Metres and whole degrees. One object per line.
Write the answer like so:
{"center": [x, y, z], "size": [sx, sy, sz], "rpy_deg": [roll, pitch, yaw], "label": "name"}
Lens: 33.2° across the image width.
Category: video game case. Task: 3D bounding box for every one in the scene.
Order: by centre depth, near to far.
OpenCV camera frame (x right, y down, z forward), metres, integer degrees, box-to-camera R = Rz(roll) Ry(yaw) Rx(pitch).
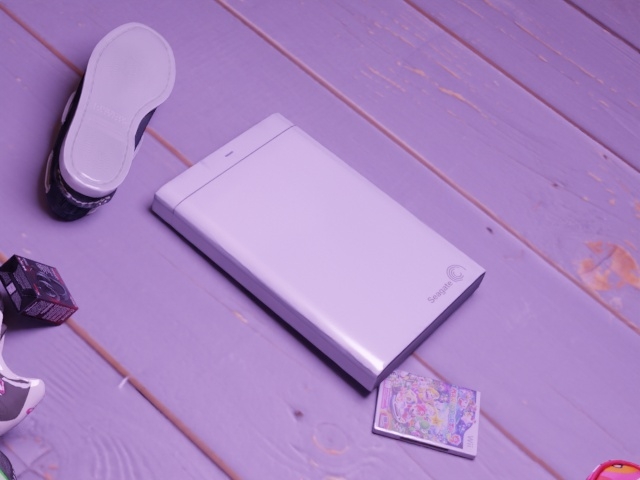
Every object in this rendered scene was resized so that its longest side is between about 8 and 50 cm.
{"center": [0.123, 0.197, 1.235], "size": [0.122, 0.011, 0.087], "rpy_deg": [16, 49, -5], "label": "video game case"}

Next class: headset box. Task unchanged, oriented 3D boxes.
{"center": [-0.306, 0.055, 1.173], "size": [0.062, 0.032, 0.083], "rpy_deg": [55, 12, 25], "label": "headset box"}

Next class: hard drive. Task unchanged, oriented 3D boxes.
{"center": [0.000, 0.000, 1.324], "size": [0.353, 0.047, 0.233], "rpy_deg": [39, 51, 16], "label": "hard drive"}

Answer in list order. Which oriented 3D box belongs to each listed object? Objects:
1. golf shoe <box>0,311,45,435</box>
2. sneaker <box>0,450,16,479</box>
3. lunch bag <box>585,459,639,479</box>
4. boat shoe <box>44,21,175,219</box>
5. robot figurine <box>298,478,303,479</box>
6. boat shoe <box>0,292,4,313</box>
{"center": [-0.388, 0.088, 1.090], "size": [0.120, 0.105, 0.273], "rpy_deg": [-29, 75, -21], "label": "golf shoe"}
{"center": [-0.475, 0.135, 0.952], "size": [0.482, 0.185, 0.202], "rpy_deg": [18, 31, 10], "label": "sneaker"}
{"center": [0.301, 0.372, 1.079], "size": [0.258, 0.120, 0.293], "rpy_deg": [34, 51, 11], "label": "lunch bag"}
{"center": [-0.268, -0.155, 1.340], "size": [0.114, 0.091, 0.303], "rpy_deg": [34, 45, -15], "label": "boat shoe"}
{"center": [0.040, 0.272, 0.805], "size": [0.219, 0.128, 0.158], "rpy_deg": [42, 72, 16], "label": "robot figurine"}
{"center": [-0.413, -0.006, 1.183], "size": [0.083, 0.076, 0.226], "rpy_deg": [-30, 66, -35], "label": "boat shoe"}
